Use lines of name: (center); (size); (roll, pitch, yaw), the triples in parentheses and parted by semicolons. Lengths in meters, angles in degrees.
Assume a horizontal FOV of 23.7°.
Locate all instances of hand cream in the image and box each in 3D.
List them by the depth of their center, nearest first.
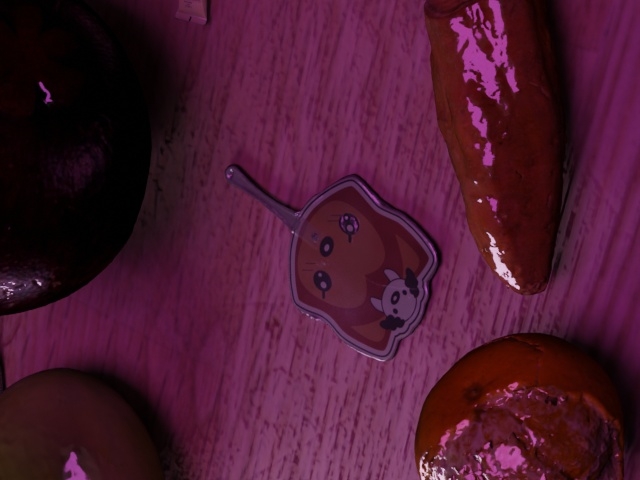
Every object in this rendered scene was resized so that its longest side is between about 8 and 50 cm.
hand cream: (-0.105, -0.232, 1.269); (0.035, 0.022, 0.102); (17, 114, 31)

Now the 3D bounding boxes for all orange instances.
orange: (0.146, 0.142, 1.095); (0.156, 0.134, 0.157); (-35, 35, 31)

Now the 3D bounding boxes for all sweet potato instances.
sweet potato: (0.127, -0.084, 1.091); (0.097, 0.097, 0.252); (-3, 96, 35)

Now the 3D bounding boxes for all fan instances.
fan: (0.000, 0.000, 1.247); (0.220, 0.009, 0.132); (38, 118, 23)

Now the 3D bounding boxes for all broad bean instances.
broad bean: (-0.240, 0.259, 1.400); (0.238, 0.119, 0.291); (30, 113, 36)

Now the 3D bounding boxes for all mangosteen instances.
mangosteen: (-0.307, -0.070, 1.273); (0.347, 0.307, 0.307); (-35, 79, 47)

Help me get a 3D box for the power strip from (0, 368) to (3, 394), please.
power strip: (-0.423, 0.148, 1.435); (0.141, 0.229, 0.261); (6, 102, 35)
